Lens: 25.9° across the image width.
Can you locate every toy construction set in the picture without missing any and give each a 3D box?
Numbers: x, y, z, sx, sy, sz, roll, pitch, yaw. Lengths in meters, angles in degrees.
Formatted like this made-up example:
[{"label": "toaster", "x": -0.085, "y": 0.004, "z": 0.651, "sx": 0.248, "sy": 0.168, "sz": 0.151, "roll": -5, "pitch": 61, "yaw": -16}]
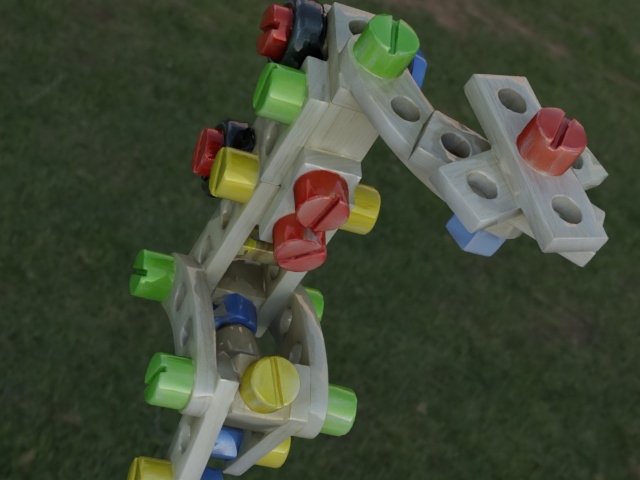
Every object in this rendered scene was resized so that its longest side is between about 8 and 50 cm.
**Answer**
[{"label": "toy construction set", "x": 0.000, "y": 0.000, "z": 0.755, "sx": 0.151, "sy": 0.327, "sz": 0.215, "roll": 26, "pitch": 42, "yaw": -30}]
